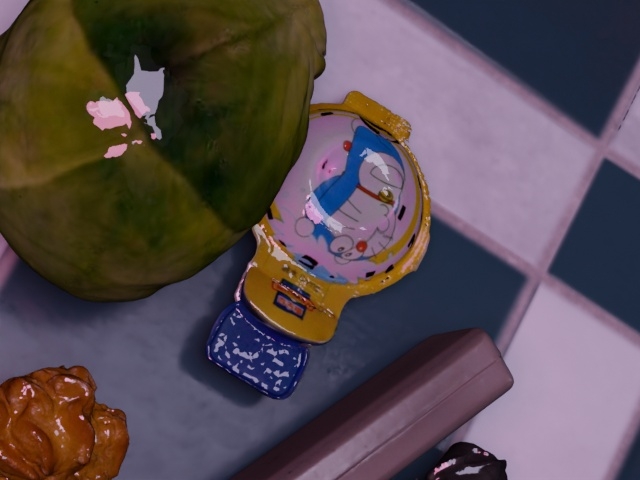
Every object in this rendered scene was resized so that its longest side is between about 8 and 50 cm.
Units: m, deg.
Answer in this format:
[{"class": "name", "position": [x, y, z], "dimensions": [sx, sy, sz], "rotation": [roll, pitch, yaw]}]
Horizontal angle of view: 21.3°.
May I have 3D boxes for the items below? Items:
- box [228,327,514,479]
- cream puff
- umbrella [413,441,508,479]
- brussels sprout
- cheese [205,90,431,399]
[{"class": "box", "position": [0.023, 0.149, 1.230], "dimensions": [0.244, 0.103, 0.055], "rotation": [-33, 95, -22]}, {"class": "cream puff", "position": [-0.189, 0.139, 1.158], "dimensions": [0.116, 0.122, 0.094], "rotation": [-28, 82, 17]}, {"class": "umbrella", "position": [0.012, 0.254, 1.198], "dimensions": [0.336, 0.128, 0.154], "rotation": [-55, 137, -27]}, {"class": "brussels sprout", "position": [-0.114, -0.094, 1.177], "dimensions": [0.271, 0.210, 0.219], "rotation": [-42, 102, -37]}, {"class": "cheese", "position": [0.000, 0.000, 1.269], "dimensions": [0.157, 0.064, 0.250], "rotation": [31, 69, -11]}]
